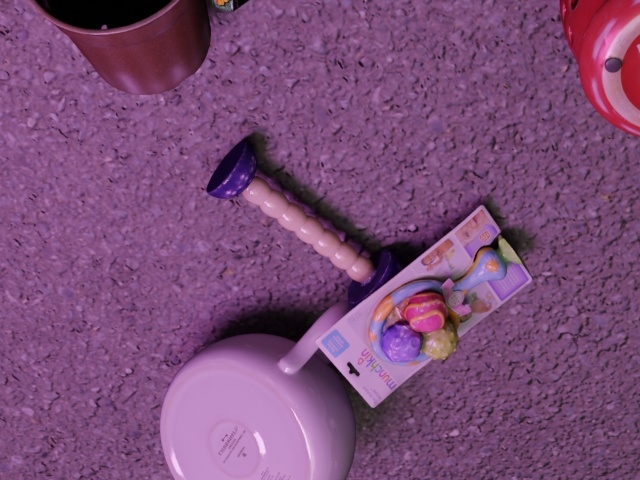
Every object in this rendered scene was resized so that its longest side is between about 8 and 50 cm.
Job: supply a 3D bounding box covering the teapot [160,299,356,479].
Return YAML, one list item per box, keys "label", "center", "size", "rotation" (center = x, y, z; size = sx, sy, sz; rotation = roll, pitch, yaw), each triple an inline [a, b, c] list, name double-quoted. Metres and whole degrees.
- label: "teapot"
  center: [-0.051, 0.211, 1.515]
  size: [0.256, 0.187, 0.252]
  rotation: [-9, 99, 33]

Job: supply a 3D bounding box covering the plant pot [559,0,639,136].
- label: "plant pot"
  center: [0.322, -0.199, 1.170]
  size: [0.191, 0.174, 0.191]
  rotation: [2, 126, 2]

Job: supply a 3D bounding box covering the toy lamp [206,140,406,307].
- label: "toy lamp"
  center: [0.000, 0.000, 1.412]
  size: [0.275, 0.080, 0.080]
  rotation: [37, 122, -17]

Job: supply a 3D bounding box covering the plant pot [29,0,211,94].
- label: "plant pot"
  center: [-0.178, -0.226, 1.190]
  size: [0.167, 0.167, 0.165]
  rotation: [1, 160, 5]

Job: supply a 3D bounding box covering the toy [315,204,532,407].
- label: "toy"
  center: [0.127, 0.085, 1.408]
  size: [0.237, 0.056, 0.137]
  rotation: [-41, 127, -3]

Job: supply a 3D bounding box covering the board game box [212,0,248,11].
- label: "board game box"
  center: [-0.061, -0.349, 1.125]
  size: [0.030, 0.136, 0.259]
  rotation: [19, 131, 27]
